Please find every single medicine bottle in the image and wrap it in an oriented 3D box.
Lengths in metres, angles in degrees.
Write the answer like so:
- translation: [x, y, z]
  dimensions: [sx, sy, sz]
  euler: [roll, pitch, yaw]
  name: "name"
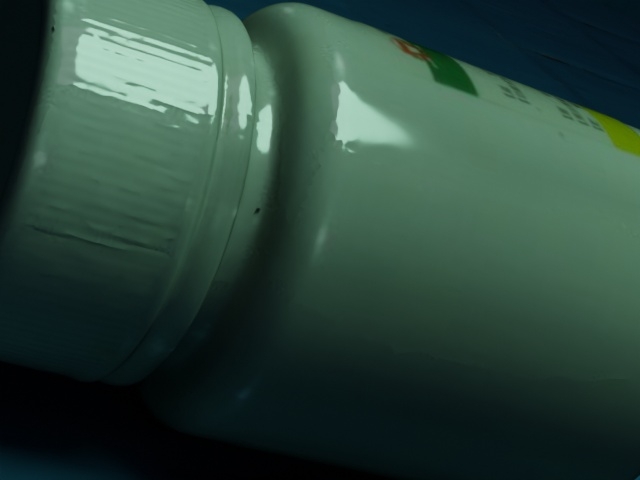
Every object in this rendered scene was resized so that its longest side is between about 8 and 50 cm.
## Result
- translation: [0.000, 0.000, 0.652]
  dimensions: [0.339, 0.208, 0.208]
  euler: [17, 23, -25]
  name: "medicine bottle"
